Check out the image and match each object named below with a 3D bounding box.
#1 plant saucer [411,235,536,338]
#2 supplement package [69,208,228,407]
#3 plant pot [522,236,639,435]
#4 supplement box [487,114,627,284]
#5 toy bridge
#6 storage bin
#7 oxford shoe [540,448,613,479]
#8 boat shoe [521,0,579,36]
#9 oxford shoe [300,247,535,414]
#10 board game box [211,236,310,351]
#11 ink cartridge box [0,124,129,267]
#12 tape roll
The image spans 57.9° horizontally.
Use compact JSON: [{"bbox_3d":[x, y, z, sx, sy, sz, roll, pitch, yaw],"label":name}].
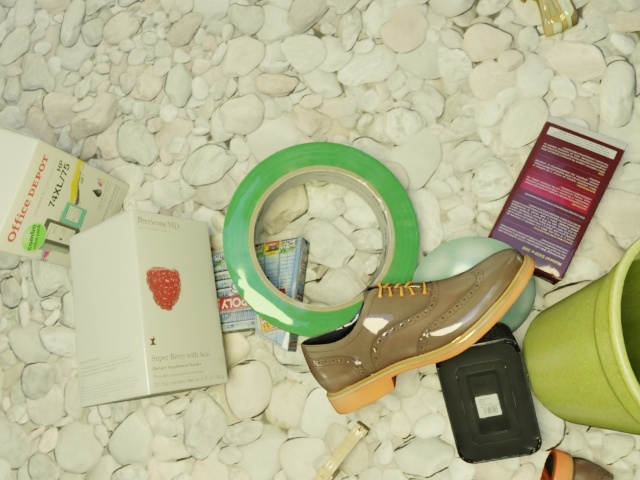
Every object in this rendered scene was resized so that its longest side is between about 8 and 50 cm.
[{"bbox_3d":[0.239,0.090,0.904,0.194,0.037,0.195,3,113,8],"label":"plant saucer"},{"bbox_3d":[-0.295,0.118,0.990,0.175,0.177,0.293,-19,74,32],"label":"supplement package"},{"bbox_3d":[0.414,0.147,0.763,0.276,0.254,0.276,5,72,-14],"label":"plant pot"},{"bbox_3d":[0.374,-0.064,0.933,0.130,0.073,0.239,27,86,18],"label":"supplement box"},{"bbox_3d":[0.012,0.378,0.941,0.026,0.063,0.188,37,89,18],"label":"toy bridge"},{"bbox_3d":[0.248,0.227,0.870,0.122,0.084,0.180,-14,96,11],"label":"storage bin"},{"bbox_3d":[0.353,0.448,0.825,0.098,0.097,0.271,15,83,11],"label":"oxford shoe"},{"bbox_3d":[0.382,-0.449,1.017,0.072,0.068,0.190,-24,74,21],"label":"boat shoe"},{"bbox_3d":[0.133,0.106,0.832,0.363,0.130,0.133,-36,93,10],"label":"oxford shoe"},{"bbox_3d":[-0.108,0.107,1.029,0.194,0.060,0.194,-10,76,12],"label":"board game box"},{"bbox_3d":[-0.537,-0.076,1.066,0.197,0.270,0.198,18,84,17],"label":"ink cartridge box"},{"bbox_3d":[0.000,0.000,0.965,0.321,0.077,0.321,1,81,-4],"label":"tape roll"}]
